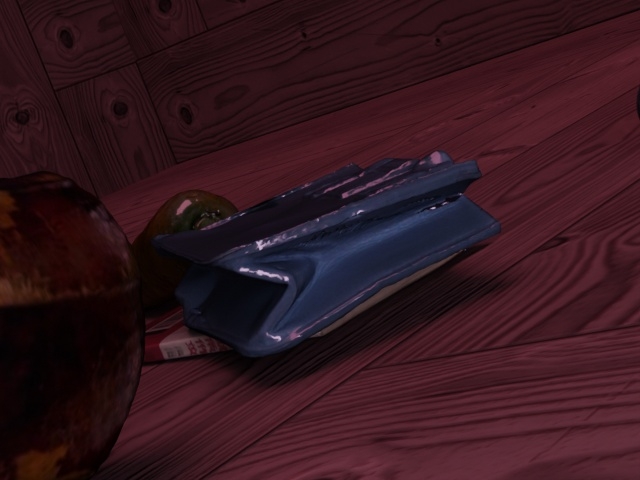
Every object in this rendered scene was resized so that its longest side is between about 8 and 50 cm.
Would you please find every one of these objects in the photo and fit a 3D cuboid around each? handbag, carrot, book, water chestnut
[{"bbox_3d":[0.000,0.000,0.889,0.179,0.062,0.229,-23,9,-15],"label":"handbag"},{"bbox_3d":[-0.142,0.024,1.209,0.078,0.078,0.298,-26,0,-30],"label":"carrot"},{"bbox_3d":[-0.020,0.035,0.984,0.162,0.022,0.232,-31,13,-39],"label":"book"},{"bbox_3d":[-0.188,0.040,0.670,0.224,0.238,0.223,-11,4,1],"label":"water chestnut"}]

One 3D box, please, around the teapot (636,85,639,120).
[{"bbox_3d":[0.259,-0.088,0.979,0.088,0.066,0.057,0,23,-14],"label":"teapot"}]
